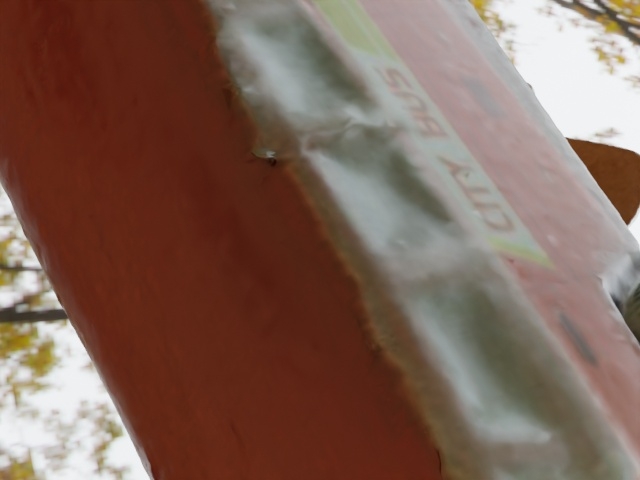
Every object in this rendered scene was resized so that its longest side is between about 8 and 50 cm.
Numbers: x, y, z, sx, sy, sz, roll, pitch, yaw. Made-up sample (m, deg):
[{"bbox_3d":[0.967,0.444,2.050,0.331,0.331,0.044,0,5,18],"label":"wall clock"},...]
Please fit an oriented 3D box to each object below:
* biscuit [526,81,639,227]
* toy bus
[{"bbox_3d":[0.067,-0.026,1.129,0.284,0.043,0.306,-43,-103,12],"label":"biscuit"},{"bbox_3d":[0.000,0.000,0.394,0.121,0.120,0.265,-49,-120,34],"label":"toy bus"}]
